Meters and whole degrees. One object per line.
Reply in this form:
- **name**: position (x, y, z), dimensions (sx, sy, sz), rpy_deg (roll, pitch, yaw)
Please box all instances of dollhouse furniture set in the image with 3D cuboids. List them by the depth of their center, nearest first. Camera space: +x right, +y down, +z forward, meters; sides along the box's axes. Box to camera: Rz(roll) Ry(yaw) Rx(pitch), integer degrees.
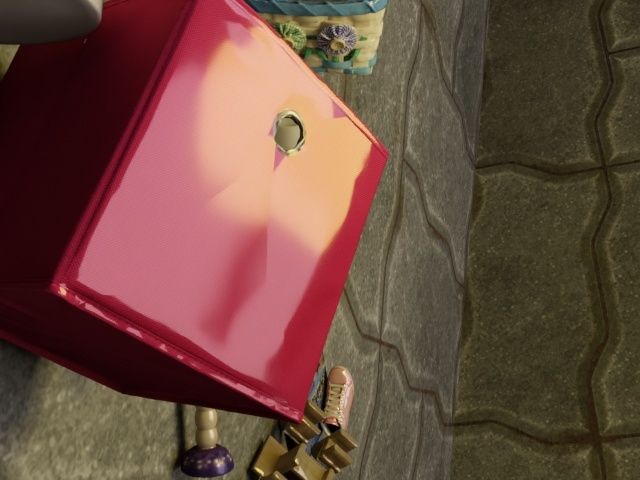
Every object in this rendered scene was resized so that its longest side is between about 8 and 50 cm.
- **dollhouse furniture set**: position (-0.024, 0.429, 1.355), dimensions (0.242, 0.161, 0.212), rpy_deg (44, 34, -10)

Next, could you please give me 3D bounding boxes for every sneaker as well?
- **sneaker**: position (0.030, 0.305, 1.554), dimensions (0.070, 0.051, 0.134), rpy_deg (-31, 124, -72)

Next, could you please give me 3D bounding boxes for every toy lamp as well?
- **toy lamp**: position (-0.152, 0.164, 1.083), dimensions (0.080, 0.080, 0.274), rpy_deg (-15, 106, -69)

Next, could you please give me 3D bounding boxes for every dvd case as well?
- **dvd case**: position (-0.030, 0.258, 1.498), dimensions (0.180, 0.022, 0.253), rpy_deg (-55, 141, -56)

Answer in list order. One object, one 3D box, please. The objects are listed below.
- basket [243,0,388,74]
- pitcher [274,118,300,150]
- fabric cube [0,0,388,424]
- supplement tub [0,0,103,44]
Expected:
- **basket**: position (-0.004, -0.387, 1.213), dimensions (0.201, 0.255, 0.289), rpy_deg (-83, 171, -53)
- **pitcher**: position (-0.012, -0.134, 1.364), dimensions (0.178, 0.125, 0.207), rpy_deg (-46, 142, -35)
- **fabric cube**: position (-0.139, -0.022, 0.704), dimensions (0.254, 0.259, 0.258), rpy_deg (39, 61, -40)
- **supplement tub**: position (-0.244, -0.323, 0.580), dimensions (0.235, 0.235, 0.324), rpy_deg (12, 79, -70)
